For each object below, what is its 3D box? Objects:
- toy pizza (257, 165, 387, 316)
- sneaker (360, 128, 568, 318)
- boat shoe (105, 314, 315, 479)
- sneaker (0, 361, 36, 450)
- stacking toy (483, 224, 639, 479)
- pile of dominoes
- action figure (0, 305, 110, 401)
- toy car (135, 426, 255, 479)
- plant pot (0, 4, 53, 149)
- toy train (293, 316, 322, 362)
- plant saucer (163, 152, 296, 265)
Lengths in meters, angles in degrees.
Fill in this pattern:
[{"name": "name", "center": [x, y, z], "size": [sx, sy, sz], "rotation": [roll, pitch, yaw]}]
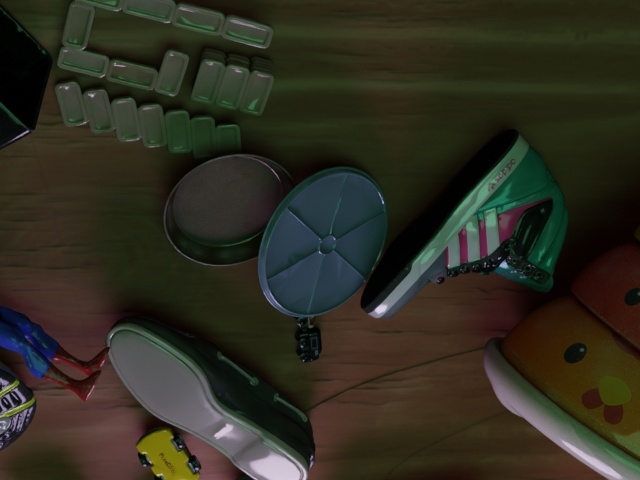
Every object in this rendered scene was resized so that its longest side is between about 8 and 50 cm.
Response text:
[{"name": "toy pizza", "center": [0.000, 0.000, 1.889], "size": [0.201, 0.032, 0.201], "rotation": [-20, 124, -32]}, {"name": "sneaker", "center": [0.203, 0.022, 1.927], "size": [0.178, 0.124, 0.295], "rotation": [41, 99, -15]}, {"name": "boat shoe", "center": [-0.138, 0.193, 1.954], "size": [0.112, 0.095, 0.335], "rotation": [-34, 115, 32]}, {"name": "sneaker", "center": [-0.505, 0.145, 1.824], "size": [0.385, 0.147, 0.145], "rotation": [30, 103, -41]}, {"name": "stacking toy", "center": [0.457, 0.062, 1.887], "size": [0.350, 0.350, 0.480], "rotation": [28, 100, -22]}, {"name": "pile of dominoes", "center": [-0.184, -0.200, 1.788], "size": [0.251, 0.040, 0.196], "rotation": [13, 122, -12]}, {"name": "action figure", "center": [-0.375, 0.067, 1.815], "size": [0.280, 0.091, 0.139], "rotation": [25, 112, -8]}, {"name": "toy car", "center": [-0.144, 0.344, 2.031], "size": [0.225, 0.053, 0.239], "rotation": [1, 114, -13]}, {"name": "plant pot", "center": [-0.428, -0.178, 1.670], "size": [0.167, 0.187, 0.188], "rotation": [-35, 117, 18]}, {"name": "toy train", "center": [-0.017, 0.085, 1.955], "size": [0.036, 0.027, 0.158], "rotation": [-10, 116, -11]}, {"name": "plant saucer", "center": [-0.111, -0.043, 1.859], "size": [0.168, 0.029, 0.168], "rotation": [-9, 130, -11]}]
